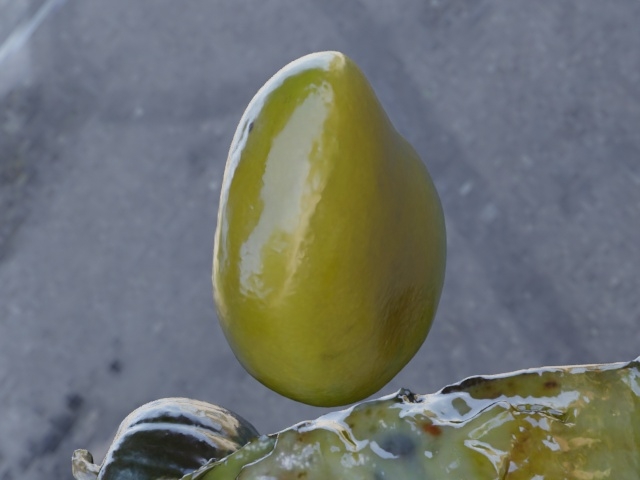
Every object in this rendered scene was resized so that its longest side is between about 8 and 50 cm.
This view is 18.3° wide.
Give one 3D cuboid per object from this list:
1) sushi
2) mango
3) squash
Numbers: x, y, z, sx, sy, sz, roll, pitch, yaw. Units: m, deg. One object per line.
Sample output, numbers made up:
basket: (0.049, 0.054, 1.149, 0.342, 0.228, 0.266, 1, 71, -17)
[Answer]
sushi: (0.059, 0.154, 1.033, 0.291, 0.131, 0.139, -11, 56, -5)
mango: (-0.001, 0.004, 0.839, 0.085, 0.191, 0.122, 21, 77, 25)
squash: (-0.132, 0.240, 1.735, 0.218, 0.172, 0.218, -172, 90, -67)
